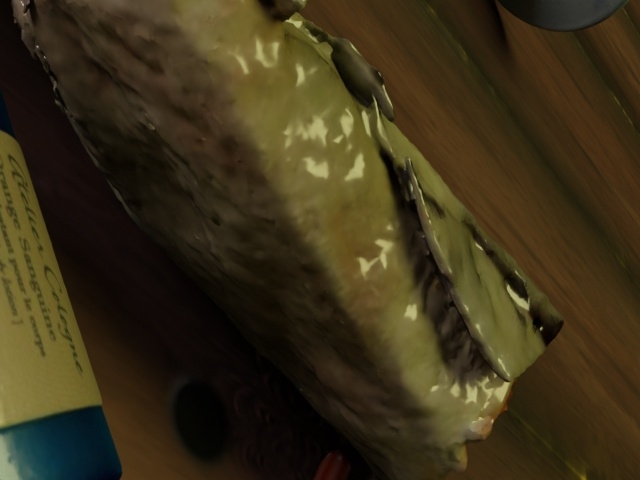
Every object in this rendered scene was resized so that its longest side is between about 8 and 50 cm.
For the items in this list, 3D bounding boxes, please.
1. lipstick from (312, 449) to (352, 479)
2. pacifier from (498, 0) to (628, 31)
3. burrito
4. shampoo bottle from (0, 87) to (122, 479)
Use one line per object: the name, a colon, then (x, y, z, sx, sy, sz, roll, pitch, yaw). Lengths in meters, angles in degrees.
lipstick: (-0.007, 0.125, 0.453, 0.030, 0.030, 0.129, 59, 28, -14)
pacifier: (0.172, -0.315, 0.966, 0.225, 0.238, 0.287, -25, 94, -34)
burrito: (0.005, 0.005, 0.448, 0.348, 0.107, 0.175, 54, -7, -30)
shampoo bottle: (-0.102, 0.025, 0.331, 0.087, 0.050, 0.183, 25, 45, -80)
